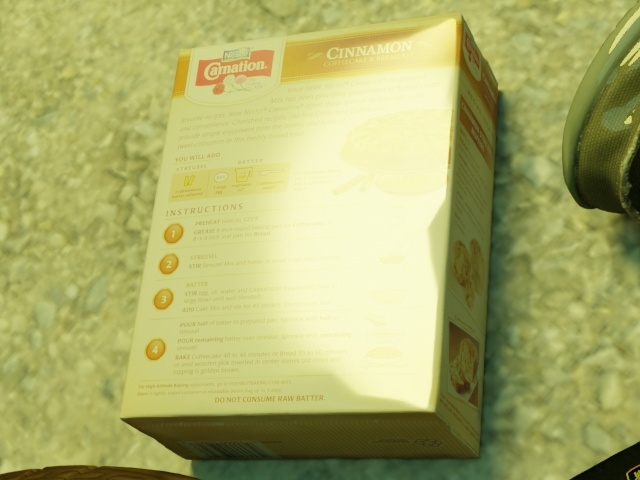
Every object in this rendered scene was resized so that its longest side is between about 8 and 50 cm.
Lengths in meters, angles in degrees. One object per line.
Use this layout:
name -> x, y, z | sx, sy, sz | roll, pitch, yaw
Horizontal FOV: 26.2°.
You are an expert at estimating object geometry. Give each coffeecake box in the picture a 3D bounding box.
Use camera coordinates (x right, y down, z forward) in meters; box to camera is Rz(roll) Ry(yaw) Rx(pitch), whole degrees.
coffeecake box -> 0.000, 0.000, 0.617 | 0.142, 0.068, 0.185 | -4, 64, 22

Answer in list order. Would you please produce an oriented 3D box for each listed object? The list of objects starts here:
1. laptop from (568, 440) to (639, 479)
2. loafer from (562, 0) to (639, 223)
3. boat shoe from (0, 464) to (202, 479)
laptop -> 0.204, 0.082, 0.412 | 0.264, 0.136, 0.234 | -32, 44, 13
loafer -> 0.211, -0.084, 0.551 | 0.251, 0.094, 0.087 | -36, 53, 4
boat shoe -> -0.195, 0.183, 0.601 | 0.342, 0.123, 0.123 | -14, 91, 10
